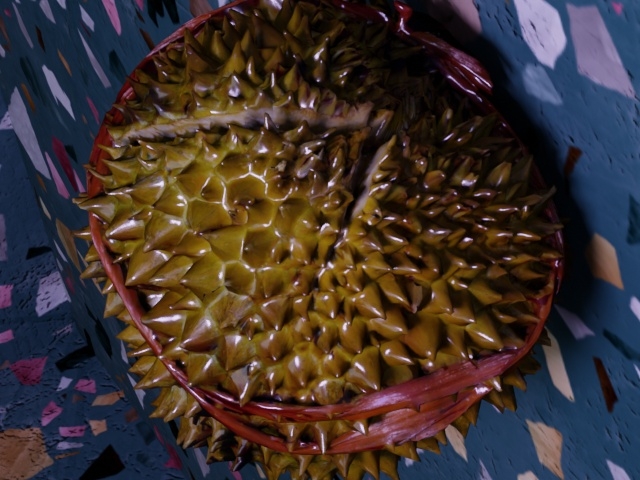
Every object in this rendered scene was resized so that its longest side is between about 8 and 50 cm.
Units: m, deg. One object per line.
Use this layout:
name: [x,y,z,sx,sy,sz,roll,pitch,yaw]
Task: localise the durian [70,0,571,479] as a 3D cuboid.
durian: [-0.003,-0.004,1.238,0.347,0.348,0.384,59,-166,13]
